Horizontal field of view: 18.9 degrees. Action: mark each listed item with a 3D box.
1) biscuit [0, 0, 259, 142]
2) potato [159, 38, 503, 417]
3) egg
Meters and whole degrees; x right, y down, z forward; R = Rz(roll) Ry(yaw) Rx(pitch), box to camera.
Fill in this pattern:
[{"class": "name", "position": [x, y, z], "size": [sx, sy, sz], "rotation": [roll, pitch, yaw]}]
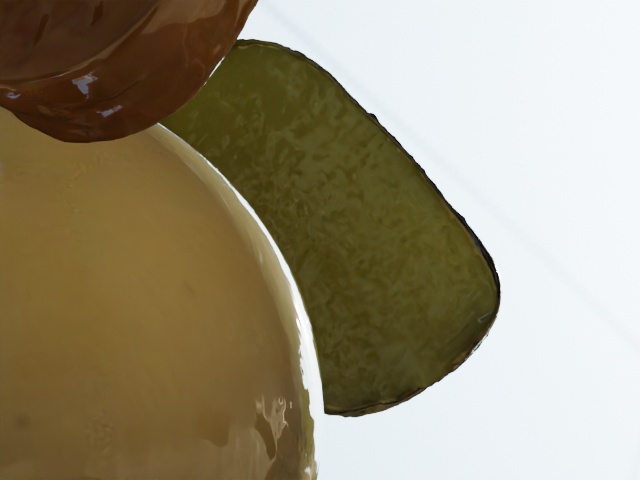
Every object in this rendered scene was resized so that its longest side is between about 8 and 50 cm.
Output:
[{"class": "biscuit", "position": [0.062, -0.146, 0.331], "size": [0.047, 0.339, 0.216], "rotation": [38, -153, -49]}, {"class": "potato", "position": [0.000, 0.000, 1.187], "size": [0.160, 0.272, 0.111], "rotation": [-45, -23, 5]}, {"class": "egg", "position": [-0.094, 0.045, 0.533], "size": [0.186, 0.241, 0.186], "rotation": [-4, -82, -28]}]
